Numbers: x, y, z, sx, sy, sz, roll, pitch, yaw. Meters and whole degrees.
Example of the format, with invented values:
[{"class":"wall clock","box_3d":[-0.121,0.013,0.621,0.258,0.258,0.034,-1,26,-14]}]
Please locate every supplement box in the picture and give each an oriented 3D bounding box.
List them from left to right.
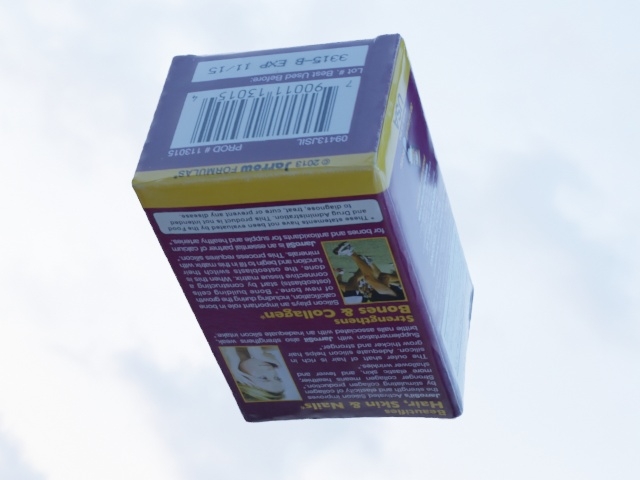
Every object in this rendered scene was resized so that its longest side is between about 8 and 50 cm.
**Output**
[{"class":"supplement box","box_3d":[0.000,0.000,0.349,0.055,0.043,0.083,-3,-44,16]}]
